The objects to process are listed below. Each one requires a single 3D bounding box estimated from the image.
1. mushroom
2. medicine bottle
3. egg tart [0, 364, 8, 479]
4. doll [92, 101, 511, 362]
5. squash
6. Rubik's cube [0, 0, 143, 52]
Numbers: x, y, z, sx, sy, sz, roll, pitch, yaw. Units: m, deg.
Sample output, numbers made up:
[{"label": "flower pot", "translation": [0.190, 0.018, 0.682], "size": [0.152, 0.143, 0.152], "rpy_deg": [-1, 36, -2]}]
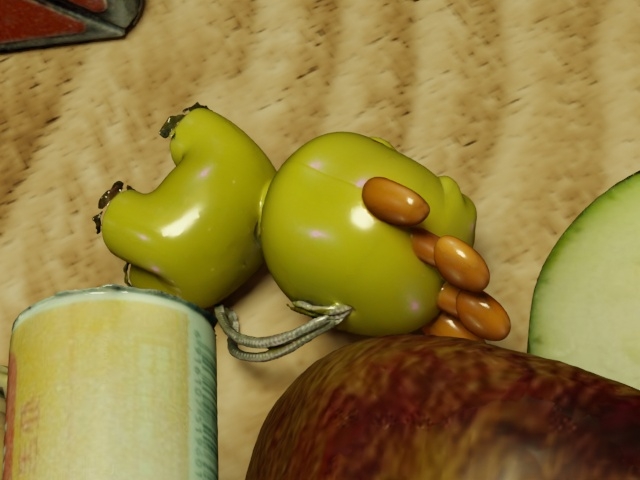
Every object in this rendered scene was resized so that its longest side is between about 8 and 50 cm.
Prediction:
[{"label": "mushroom", "translation": [0.128, 0.139, 0.667], "size": [0.345, 0.345, 0.260], "rpy_deg": [24, 68, 26]}, {"label": "medicine bottle", "translation": [-0.081, 0.227, 0.633], "size": [0.108, 0.108, 0.426], "rpy_deg": [-7, 60, 8]}, {"label": "egg tart", "translation": [-0.233, 0.143, 0.764], "size": [0.351, 0.150, 0.352], "rpy_deg": [5, 36, -3]}, {"label": "doll", "translation": [0.000, 0.000, 0.883], "size": [0.220, 0.143, 0.135], "rpy_deg": [19, 60, 32]}, {"label": "squash", "translation": [0.216, 0.049, 0.860], "size": [0.219, 0.041, 0.219], "rpy_deg": [-4, 52, 5]}, {"label": "Rubik's cube", "translation": [-0.254, -0.283, 1.061], "size": [0.259, 0.255, 0.260], "rpy_deg": [-3, 57, 8]}]
